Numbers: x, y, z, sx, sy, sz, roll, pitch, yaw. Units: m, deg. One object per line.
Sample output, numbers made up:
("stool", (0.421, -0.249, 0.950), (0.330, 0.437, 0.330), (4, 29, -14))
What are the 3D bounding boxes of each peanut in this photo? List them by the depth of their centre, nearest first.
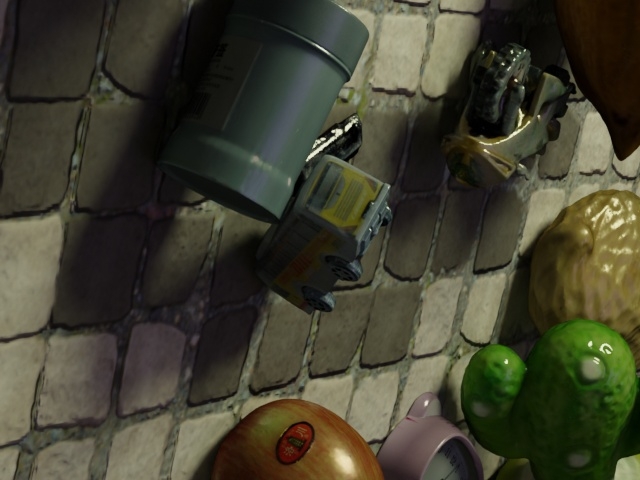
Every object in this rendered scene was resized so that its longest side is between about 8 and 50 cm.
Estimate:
("peanut", (0.299, 0.041, 1.848), (0.233, 0.110, 0.196), (27, 84, -59))

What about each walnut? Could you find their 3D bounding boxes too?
("walnut", (0.303, -0.237, 1.610), (0.209, 0.209, 0.336), (0, 103, -56))

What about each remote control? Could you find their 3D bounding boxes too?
("remote control", (0.005, -0.069, 1.441), (0.096, 0.014, 0.039), (-37, 135, -42))

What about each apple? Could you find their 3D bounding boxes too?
("apple", (-0.016, 0.209, 1.450), (0.146, 0.131, 0.146), (-32, 136, -38))

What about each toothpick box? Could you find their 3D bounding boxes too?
("toothpick box", (-0.041, -0.101, 1.274), (0.153, 0.101, 0.101), (-64, 147, -8))

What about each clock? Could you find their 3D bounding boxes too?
("clock", (0.114, 0.223, 1.723), (0.110, 0.050, 0.152), (-57, 145, -20))

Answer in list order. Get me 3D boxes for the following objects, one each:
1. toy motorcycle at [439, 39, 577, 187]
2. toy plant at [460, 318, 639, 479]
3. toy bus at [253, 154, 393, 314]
("toy motorcycle", (0.169, -0.108, 1.603), (0.130, 0.094, 0.229), (-69, 161, 6))
("toy plant", (0.261, 0.209, 1.786), (0.184, 0.224, 0.316), (-89, 171, -45))
("toy bus", (0.000, 0.000, 1.343), (0.064, 0.075, 0.190), (-62, -176, -21))
